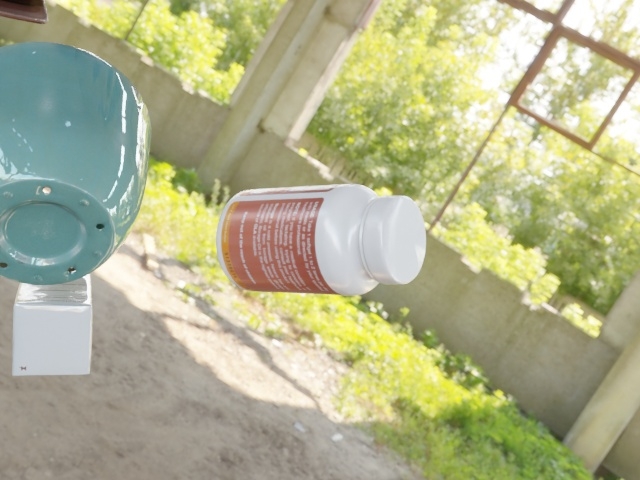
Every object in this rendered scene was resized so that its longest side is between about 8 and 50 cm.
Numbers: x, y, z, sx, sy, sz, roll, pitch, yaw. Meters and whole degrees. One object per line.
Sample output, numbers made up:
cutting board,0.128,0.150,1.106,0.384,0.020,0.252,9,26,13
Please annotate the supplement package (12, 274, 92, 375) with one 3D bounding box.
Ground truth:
supplement package,-0.389,0.118,1.181,0.105,0.105,0.179,3,12,-17

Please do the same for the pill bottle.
pill bottle,0.000,0.000,0.887,0.216,0.121,0.121,0,-15,37

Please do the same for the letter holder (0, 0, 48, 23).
letter holder,-0.659,-0.554,1.535,0.302,0.152,0.214,7,43,-33

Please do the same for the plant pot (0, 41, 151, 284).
plant pot,-0.375,-0.083,1.100,0.293,0.293,0.235,28,30,-33
